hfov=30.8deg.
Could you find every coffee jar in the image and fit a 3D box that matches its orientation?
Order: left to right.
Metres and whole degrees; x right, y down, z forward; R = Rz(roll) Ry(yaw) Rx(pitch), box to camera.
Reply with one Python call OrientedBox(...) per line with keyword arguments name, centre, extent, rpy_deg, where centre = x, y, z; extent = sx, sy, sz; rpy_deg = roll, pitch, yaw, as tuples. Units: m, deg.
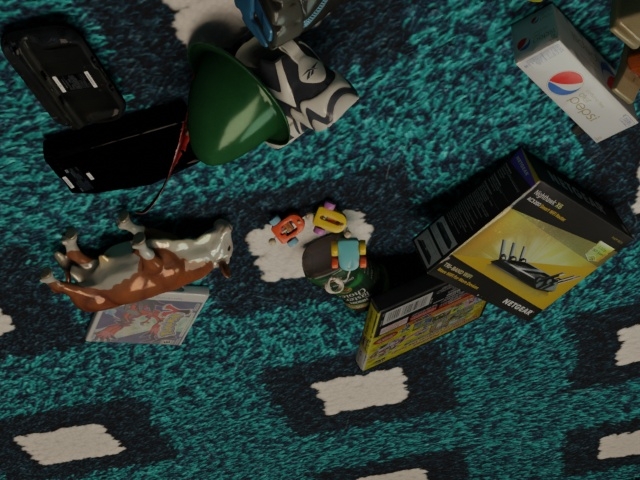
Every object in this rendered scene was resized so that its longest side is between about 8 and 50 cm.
OrientedBox(name="coffee jar", centre=(0.052, 0.060, 2.021), extent=(0.096, 0.079, 0.184), rpy_deg=(-23, 147, 23))

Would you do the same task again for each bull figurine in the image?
OrientedBox(name="bull figurine", centre=(-0.293, 0.034, 1.867), extent=(0.310, 0.101, 0.188), rpy_deg=(-23, 143, 18))

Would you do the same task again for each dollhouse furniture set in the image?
OrientedBox(name="dollhouse furniture set", centre=(0.486, -0.267, 1.459), extent=(0.259, 0.135, 0.262), rpy_deg=(29, 159, -31))

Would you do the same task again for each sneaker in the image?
OrientedBox(name="sneaker", centre=(-0.057, -0.211, 1.535), extent=(0.153, 0.094, 0.235), rpy_deg=(50, 166, -14))
OrientedBox(name="sneaker", centre=(-0.023, -0.369, 1.269), extent=(0.139, 0.125, 0.341), rpy_deg=(-29, 153, -22))

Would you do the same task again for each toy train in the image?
OrientedBox(name="toy train", centre=(0.000, 0.000, 1.901), extent=(0.125, 0.046, 0.166), rpy_deg=(-40, 103, 13))

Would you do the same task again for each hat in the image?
OrientedBox(name="hat", centre=(-0.158, -0.121, 1.494), extent=(0.183, 0.173, 0.208), rpy_deg=(-48, 148, -17))

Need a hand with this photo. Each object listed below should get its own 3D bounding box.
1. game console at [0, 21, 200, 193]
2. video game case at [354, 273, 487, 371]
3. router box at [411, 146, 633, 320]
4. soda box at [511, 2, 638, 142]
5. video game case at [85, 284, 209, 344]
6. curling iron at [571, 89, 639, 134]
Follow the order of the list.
OrientedBox(name="game console", centre=(-0.295, -0.177, 1.564), extent=(0.213, 0.044, 0.361), rpy_deg=(-15, 150, 7))
OrientedBox(name="video game case", centre=(0.200, 0.124, 2.128), extent=(0.274, 0.035, 0.248), rpy_deg=(-23, 154, -18))
OrientedBox(name="router box", centre=(0.341, -0.001, 1.942), extent=(0.243, 0.081, 0.308), rpy_deg=(-42, 138, 24))
OrientedBox(name="soda box", centre=(0.349, -0.225, 1.588), extent=(0.069, 0.074, 0.216), rpy_deg=(-26, 137, 31))
OrientedBox(name="video game case", centre=(-0.316, 0.134, 2.105), extent=(0.183, 0.023, 0.201), rpy_deg=(5, 147, -22))
OrientedBox(name="curling iron", centre=(0.443, -0.237, 1.665), extent=(0.068, 0.035, 0.274), rpy_deg=(17, 145, -17))
